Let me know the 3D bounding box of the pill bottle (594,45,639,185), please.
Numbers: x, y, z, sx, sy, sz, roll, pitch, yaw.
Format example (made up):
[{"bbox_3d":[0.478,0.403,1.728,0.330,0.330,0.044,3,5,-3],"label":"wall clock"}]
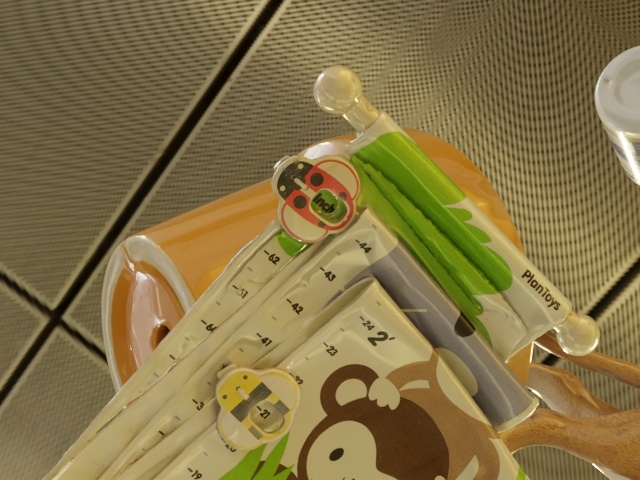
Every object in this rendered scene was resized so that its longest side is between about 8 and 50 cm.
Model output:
[{"bbox_3d":[0.325,-0.104,0.999,0.094,0.169,0.094,-12,-118,23],"label":"pill bottle"}]

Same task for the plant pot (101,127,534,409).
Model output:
[{"bbox_3d":[-0.015,0.046,0.612,0.205,0.187,0.205,21,-64,50],"label":"plant pot"}]

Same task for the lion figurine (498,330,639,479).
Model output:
[{"bbox_3d":[0.224,0.227,0.700,0.240,0.142,0.392,3,-103,10],"label":"lion figurine"}]

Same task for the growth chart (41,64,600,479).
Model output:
[{"bbox_3d":[-0.003,0.082,0.377,0.172,0.021,0.237,37,-91,-21],"label":"growth chart"}]
